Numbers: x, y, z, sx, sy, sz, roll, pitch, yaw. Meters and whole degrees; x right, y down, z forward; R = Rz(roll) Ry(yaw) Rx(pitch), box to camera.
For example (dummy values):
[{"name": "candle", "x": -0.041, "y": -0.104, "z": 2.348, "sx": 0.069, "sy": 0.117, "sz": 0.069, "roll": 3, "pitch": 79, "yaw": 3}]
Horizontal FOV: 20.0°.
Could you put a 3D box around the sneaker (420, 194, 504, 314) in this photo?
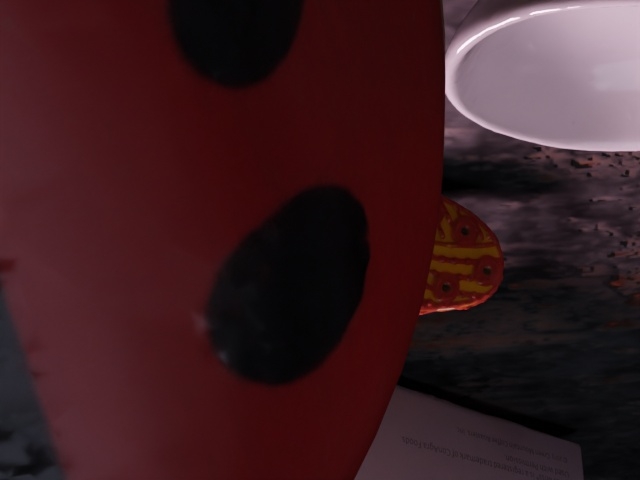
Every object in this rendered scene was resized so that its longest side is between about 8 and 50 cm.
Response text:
[{"name": "sneaker", "x": 0.000, "y": 0.000, "z": 0.855, "sx": 0.175, "sy": 0.064, "sz": 0.067, "roll": 8, "pitch": 175, "yaw": -7}]

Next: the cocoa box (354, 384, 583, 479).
[{"name": "cocoa box", "x": -0.027, "y": 0.220, "z": 1.111, "sx": 0.347, "sy": 0.231, "sz": 0.228, "roll": 20, "pitch": 149, "yaw": -38}]

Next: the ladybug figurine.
[{"name": "ladybug figurine", "x": -0.105, "y": -0.032, "z": 0.452, "sx": 0.305, "sy": 0.162, "sz": 0.449, "roll": -24, "pitch": 128, "yaw": -2}]

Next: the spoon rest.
[{"name": "spoon rest", "x": 0.148, "y": -0.088, "z": 0.616, "sx": 0.137, "sy": 0.084, "sz": 0.276, "roll": 13, "pitch": 152, "yaw": -27}]
